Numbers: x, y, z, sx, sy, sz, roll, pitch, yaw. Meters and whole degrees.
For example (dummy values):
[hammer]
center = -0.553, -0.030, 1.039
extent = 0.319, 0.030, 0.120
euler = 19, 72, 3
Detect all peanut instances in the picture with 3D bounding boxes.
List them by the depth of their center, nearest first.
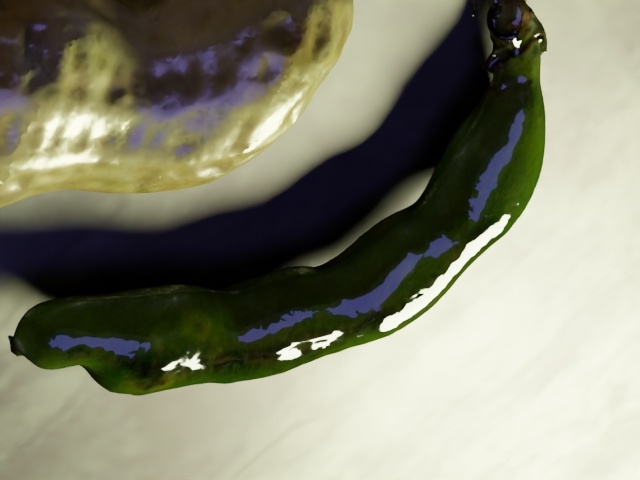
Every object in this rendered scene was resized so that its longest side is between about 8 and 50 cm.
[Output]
[peanut]
center = -0.092, -0.068, 0.743
extent = 0.229, 0.098, 0.103
euler = -10, 163, -26

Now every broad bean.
[broad bean]
center = 0.000, 0.000, 0.891
extent = 0.292, 0.049, 0.144
euler = -35, 130, -1
